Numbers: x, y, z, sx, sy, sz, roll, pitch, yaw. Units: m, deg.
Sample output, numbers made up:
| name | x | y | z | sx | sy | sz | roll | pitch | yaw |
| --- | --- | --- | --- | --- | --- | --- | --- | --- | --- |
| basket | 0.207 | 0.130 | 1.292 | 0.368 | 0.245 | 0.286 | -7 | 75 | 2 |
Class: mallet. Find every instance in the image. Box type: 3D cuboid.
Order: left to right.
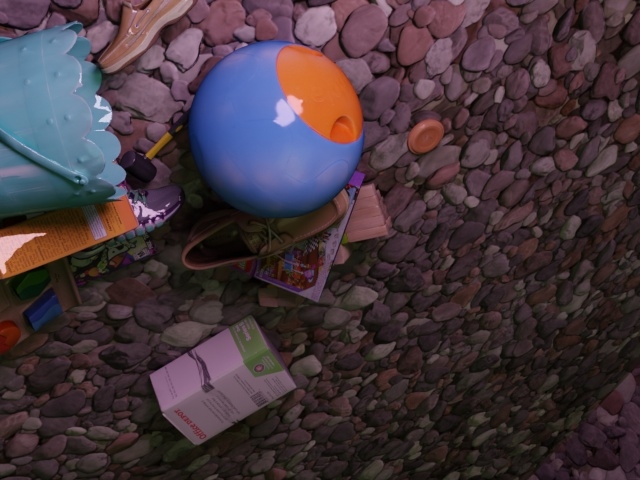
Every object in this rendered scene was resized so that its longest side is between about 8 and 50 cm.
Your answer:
| name | x | y | z | sx | sy | sz | roll | pitch | yaw |
| --- | --- | --- | --- | --- | --- | --- | --- | --- | --- |
| mallet | -0.270 | -0.183 | 1.412 | 0.190 | 0.039 | 0.062 | -49 | 140 | 13 |

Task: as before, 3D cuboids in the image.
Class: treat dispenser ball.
| name | x | y | z | sx | sy | sz | roll | pitch | yaw |
| --- | --- | --- | --- | --- | --- | --- | --- | --- | --- |
| treat dispenser ball | -0.072 | -0.179 | 1.339 | 0.288 | 0.288 | 0.288 | -17 | 137 | -16 |

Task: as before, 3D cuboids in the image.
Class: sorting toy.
| name | x | y | z | sx | sy | sz | roll | pitch | yaw |
| --- | --- | --- | --- | --- | --- | --- | --- | --- | --- |
| sorting toy | -0.524 | 0.088 | 1.368 | 0.229 | 0.041 | 0.307 | -34 | 152 | -25 |

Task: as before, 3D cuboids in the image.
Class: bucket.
| name | x | y | z | sx | sy | sz | roll | pitch | yaw |
| --- | --- | --- | --- | --- | --- | --- | --- | --- | --- |
| bucket | -0.401 | -0.167 | 1.171 | 0.183 | 0.281 | 0.281 | -14 | 137 | -7 |

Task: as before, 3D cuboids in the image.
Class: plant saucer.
| name | x | y | z | sx | sy | sz | roll | pitch | yaw |
| --- | --- | --- | --- | --- | --- | --- | --- | --- | --- |
| plant saucer | 0.218 | -0.212 | 1.689 | 0.083 | 0.013 | 0.084 | -17 | 138 | -16 |

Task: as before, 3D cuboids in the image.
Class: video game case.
| name | x | y | z | sx | sy | sz | roll | pitch | yaw |
| --- | --- | --- | --- | --- | --- | --- | --- | --- | --- |
| video game case | -0.426 | -0.021 | 1.466 | 0.210 | 0.042 | 0.232 | -23 | 138 | -11 |

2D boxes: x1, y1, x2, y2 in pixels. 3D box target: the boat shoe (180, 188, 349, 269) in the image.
| name | x | y | z | sx | sy | sz | roll | pitch | yaw |
| --- | --- | --- | --- | --- | --- | --- | --- | --- | --- |
| boat shoe | -0.104 | -0.017 | 1.506 | 0.341 | 0.110 | 0.122 | -20 | 114 | 26 |

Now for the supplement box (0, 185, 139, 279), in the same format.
| name | x | y | z | sx | sy | sz | roll | pitch | yaw |
| --- | --- | --- | --- | --- | --- | --- | --- | --- | --- |
| supplement box | -0.409 | -0.010 | 1.278 | 0.233 | 0.080 | 0.078 | -27 | -172 | -34 |

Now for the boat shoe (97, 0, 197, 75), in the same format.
| name | x | y | z | sx | sy | sz | roll | pitch | yaw |
| --- | --- | --- | --- | --- | --- | --- | --- | --- | --- |
| boat shoe | -0.277 | -0.335 | 1.242 | 0.190 | 0.068 | 0.072 | -44 | 126 | 0 |

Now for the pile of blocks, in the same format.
| name | x | y | z | sx | sy | sz | roll | pitch | yaw |
| --- | --- | --- | --- | --- | --- | --- | --- | --- | --- |
| pile of blocks | 0.000 | 0.000 | 1.719 | 0.362 | 0.149 | 0.112 | -40 | -178 | 23 |

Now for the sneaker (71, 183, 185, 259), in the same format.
| name | x | y | z | sx | sy | sz | roll | pitch | yaw |
| --- | --- | --- | --- | --- | --- | --- | --- | --- | --- |
| sneaker | -0.342 | -0.055 | 1.398 | 0.223 | 0.083 | 0.098 | -29 | 128 | -13 |

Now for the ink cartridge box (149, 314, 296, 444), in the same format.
| name | x | y | z | sx | sy | sz | roll | pitch | yaw |
| --- | --- | --- | --- | --- | --- | --- | --- | --- | --- |
| ink cartridge box | -0.221 | 0.323 | 1.872 | 0.272 | 0.115 | 0.198 | -30 | 139 | -2 |

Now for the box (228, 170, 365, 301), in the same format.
| name | x | y | z | sx | sy | sz | roll | pitch | yaw |
| --- | --- | --- | --- | --- | --- | --- | --- | --- | --- |
| box | -0.052 | -0.035 | 1.584 | 0.200 | 0.057 | 0.293 | 21 | 126 | 3 |
